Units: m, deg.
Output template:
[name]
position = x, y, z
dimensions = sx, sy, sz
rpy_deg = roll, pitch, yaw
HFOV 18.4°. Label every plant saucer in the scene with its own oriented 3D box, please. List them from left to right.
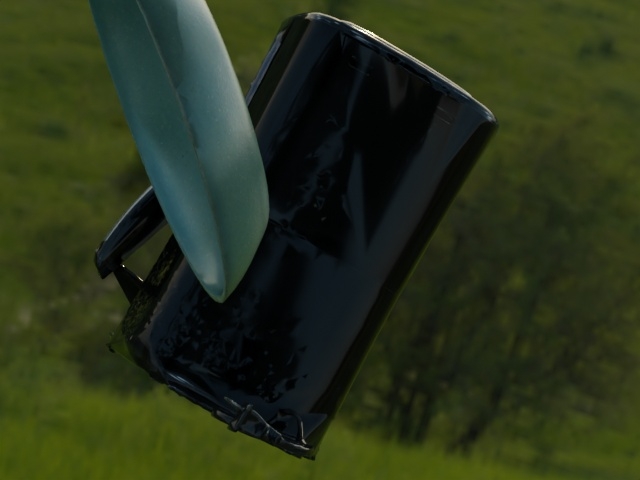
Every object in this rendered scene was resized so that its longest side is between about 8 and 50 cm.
[plant saucer]
position = -0.040, -0.041, 0.566
dimensions = 0.021, 0.119, 0.119
rpy_deg = -20, 33, -11

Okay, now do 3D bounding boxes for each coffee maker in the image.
[coffee maker]
position = 0.000, 0.000, 0.879
dimensions = 0.120, 0.178, 0.171
rpy_deg = 30, -3, -35
